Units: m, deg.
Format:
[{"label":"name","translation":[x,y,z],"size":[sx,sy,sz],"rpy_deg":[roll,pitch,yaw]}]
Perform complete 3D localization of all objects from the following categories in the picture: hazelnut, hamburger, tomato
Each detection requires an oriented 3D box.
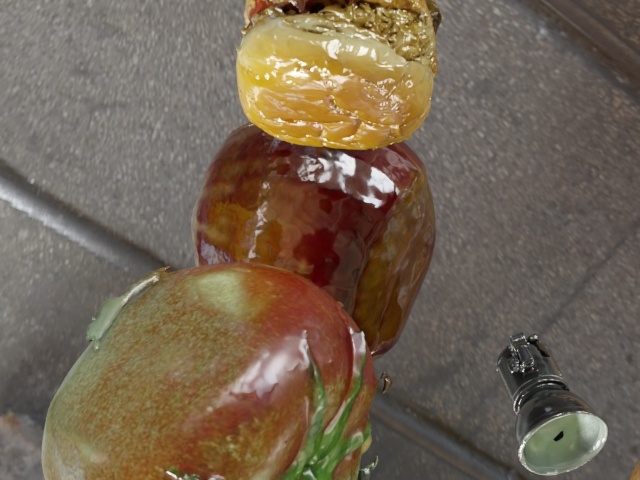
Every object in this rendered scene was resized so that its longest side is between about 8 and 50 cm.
[{"label":"hazelnut","translation":[0.000,0.000,1.783],"size":[0.402,0.402,0.429],"rpy_deg":[2,108,-7]},{"label":"hamburger","translation":[0.017,-0.193,1.226],"size":[0.244,0.163,0.244],"rpy_deg":[4,155,2]},{"label":"tomato","translation":[-0.096,0.160,0.983],"size":[0.239,0.303,0.303],"rpy_deg":[23,113,29]}]

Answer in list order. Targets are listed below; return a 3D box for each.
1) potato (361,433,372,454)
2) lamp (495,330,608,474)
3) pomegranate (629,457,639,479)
[{"label":"potato","translation":[0.029,0.335,1.840],"size":[0.091,0.138,0.070],"rpy_deg":[-1,108,30]},{"label":"lamp","translation":[0.355,0.244,1.819],"size":[0.147,0.227,0.172],"rpy_deg":[-24,131,5]},{"label":"pomegranate","translation":[0.695,0.435,1.738],"size":[0.417,0.416,0.416],"rpy_deg":[-2,112,-6]}]
